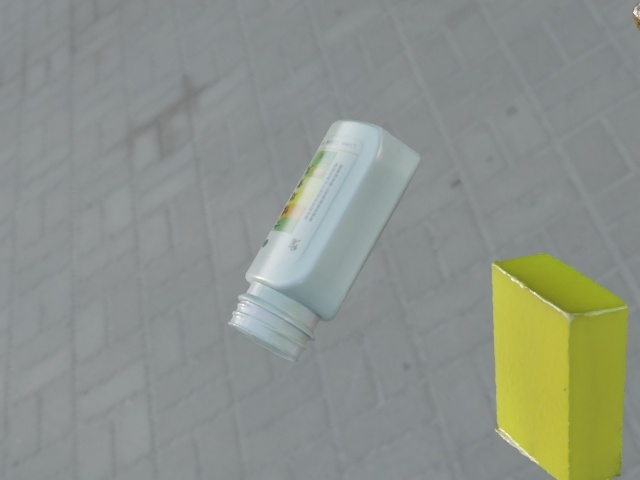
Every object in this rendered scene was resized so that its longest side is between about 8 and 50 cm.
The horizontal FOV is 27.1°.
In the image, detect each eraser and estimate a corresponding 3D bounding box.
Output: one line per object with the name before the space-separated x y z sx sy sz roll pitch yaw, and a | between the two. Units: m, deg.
eraser | 0.148 0.081 0.839 0.045 0.122 0.097 -11 23 -21

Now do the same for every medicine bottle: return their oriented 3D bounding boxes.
medicine bottle | 0.000 0.000 1.798 0.324 0.124 0.179 -62 26 -8

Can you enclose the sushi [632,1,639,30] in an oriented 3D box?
sushi | 0.548 -0.312 1.838 0.287 0.149 0.140 -32 51 -21
